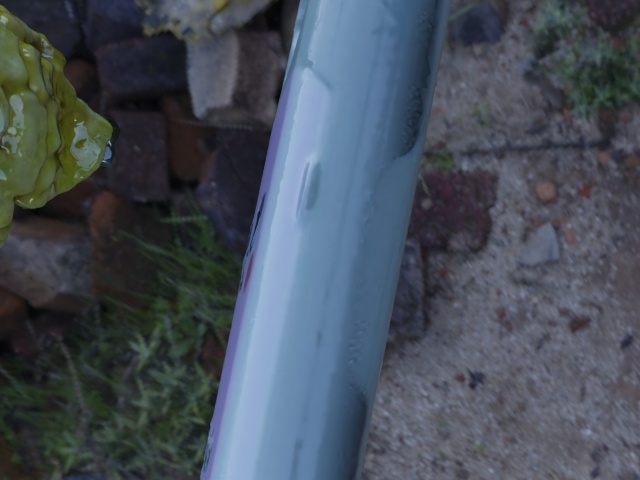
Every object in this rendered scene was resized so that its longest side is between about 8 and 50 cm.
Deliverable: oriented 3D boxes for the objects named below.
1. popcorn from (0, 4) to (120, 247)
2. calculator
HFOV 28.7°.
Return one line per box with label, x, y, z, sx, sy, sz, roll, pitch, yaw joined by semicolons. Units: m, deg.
popcorn;-0.386;-0.116;1.271;0.293;0.293;0.237;-33;15;9
calculator;0.000;0.000;0.407;0.045;0.141;0.246;12;83;-4
